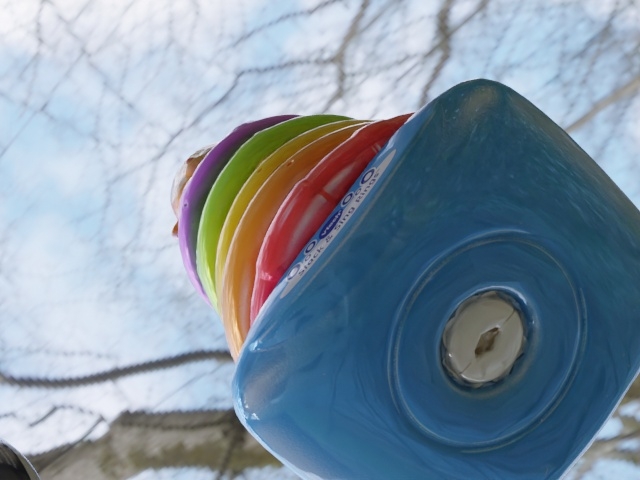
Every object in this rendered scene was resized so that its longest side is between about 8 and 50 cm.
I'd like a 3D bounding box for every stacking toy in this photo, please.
[{"bbox_3d":[0.000,0.000,0.892,0.166,0.302,0.175,40,-95,-31],"label":"stacking toy"}]

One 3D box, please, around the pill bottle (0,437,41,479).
[{"bbox_3d":[-0.110,0.075,0.491,0.120,0.067,0.067,34,-133,-60],"label":"pill bottle"}]
